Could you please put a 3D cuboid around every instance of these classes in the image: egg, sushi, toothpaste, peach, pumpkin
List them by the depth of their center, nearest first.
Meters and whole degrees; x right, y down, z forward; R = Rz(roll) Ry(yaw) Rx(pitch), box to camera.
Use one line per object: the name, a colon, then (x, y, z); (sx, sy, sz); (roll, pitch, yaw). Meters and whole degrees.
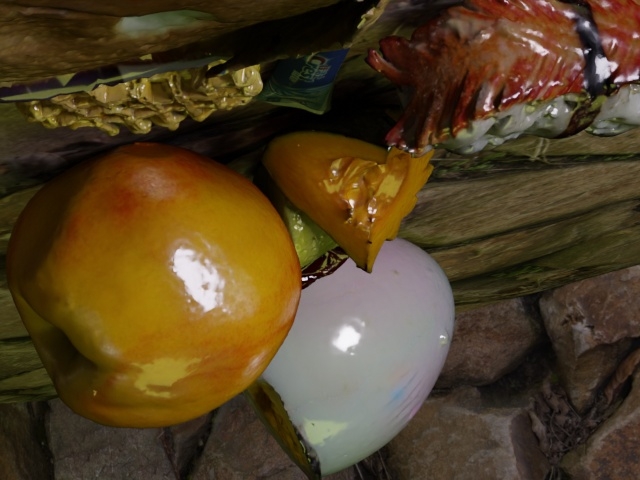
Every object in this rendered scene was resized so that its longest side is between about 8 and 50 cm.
toothpaste: (-0.009, -0.154, 1.027); (0.069, 0.047, 0.268); (-22, 175, -13)
sushi: (0.199, -0.148, 1.046); (0.332, 0.124, 0.130); (-7, 161, -29)
peach: (-0.159, 0.033, 1.238); (0.308, 0.289, 0.289); (-31, -178, -34)
pumpkin: (0.033, -0.093, 1.283); (0.149, 0.130, 0.254); (26, 154, 13)
egg: (0.033, 0.125, 1.763); (0.339, 0.355, 0.354); (-33, 173, -13)

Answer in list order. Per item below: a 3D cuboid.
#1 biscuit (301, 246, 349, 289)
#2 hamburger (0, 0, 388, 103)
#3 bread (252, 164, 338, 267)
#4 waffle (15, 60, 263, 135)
biscuit: (-0.002, 0.003, 1.535); (0.235, 0.063, 0.151); (-38, -163, 21)
hamburger: (-0.107, -0.163, 0.496); (0.276, 0.195, 0.318); (-14, 171, 1)
bread: (-0.019, -0.040, 1.391); (0.114, 0.129, 0.111); (-17, 141, -20)
waffle: (-0.148, -0.129, 0.987); (0.194, 0.051, 0.149); (0, 165, -25)
